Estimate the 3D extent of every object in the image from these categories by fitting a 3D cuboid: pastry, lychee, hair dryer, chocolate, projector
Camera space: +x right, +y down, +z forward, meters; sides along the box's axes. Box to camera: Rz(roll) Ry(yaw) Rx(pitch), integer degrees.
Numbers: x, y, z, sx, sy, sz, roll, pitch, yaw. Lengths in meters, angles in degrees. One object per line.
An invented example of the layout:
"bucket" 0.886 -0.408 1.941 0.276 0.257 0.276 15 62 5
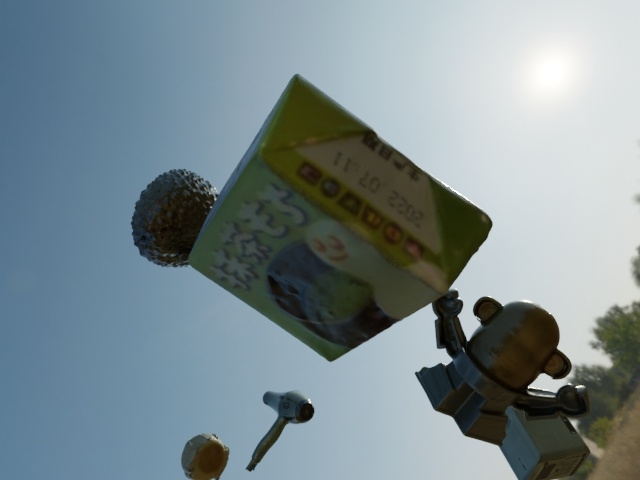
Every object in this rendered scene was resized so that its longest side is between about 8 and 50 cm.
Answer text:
"pastry" -0.395 0.743 1.832 0.166 0.088 0.165 2 -92 -42
"lychee" -0.367 -0.058 1.387 0.256 0.274 0.255 -18 -29 -10
"hair dryer" -0.125 0.470 1.408 0.225 0.219 0.088 -45 -74 -5
"chocolate" 0.000 0.000 0.678 0.301 0.289 0.137 -46 11 48
"projector" 0.602 0.547 1.518 0.178 0.242 0.163 -2 -50 -16

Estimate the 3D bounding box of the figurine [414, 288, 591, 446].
"figurine" 0.353 0.244 1.067 0.284 0.343 0.167 -58 2 17
